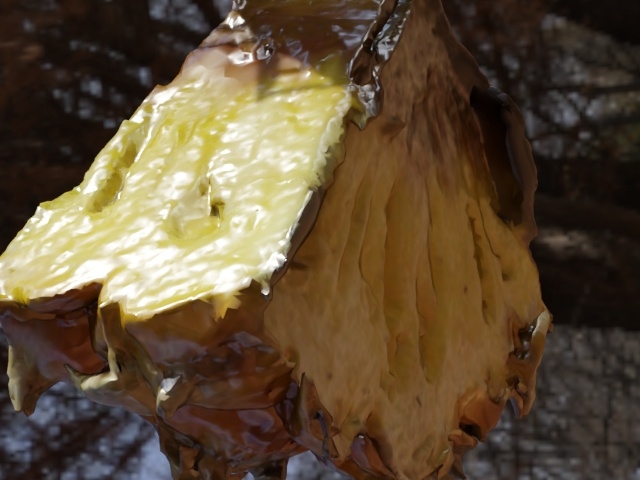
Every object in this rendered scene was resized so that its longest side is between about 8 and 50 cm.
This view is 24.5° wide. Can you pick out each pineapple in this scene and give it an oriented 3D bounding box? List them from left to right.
[{"bbox_3d":[0.000,0.000,0.494,0.236,0.114,0.186,-1,-85,-59],"label":"pineapple"}]
